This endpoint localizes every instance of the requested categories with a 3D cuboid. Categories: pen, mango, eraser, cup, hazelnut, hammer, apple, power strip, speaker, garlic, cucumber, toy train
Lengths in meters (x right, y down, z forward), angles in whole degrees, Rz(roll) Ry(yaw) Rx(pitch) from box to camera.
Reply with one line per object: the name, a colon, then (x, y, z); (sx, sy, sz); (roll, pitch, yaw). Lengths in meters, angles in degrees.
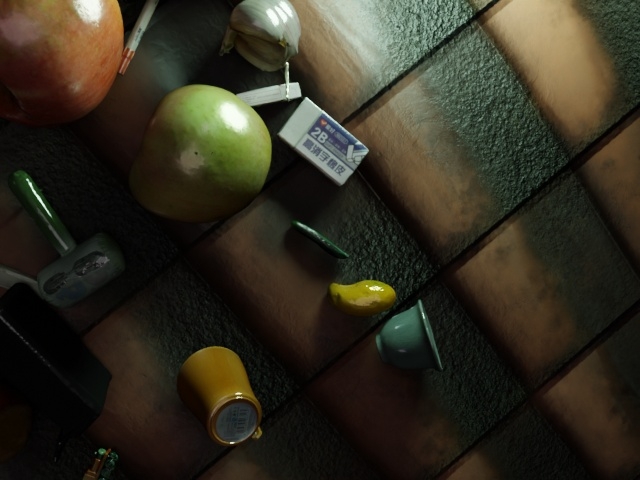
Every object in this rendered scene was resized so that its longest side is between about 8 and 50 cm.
pen: (-0.431, -0.506, 1.299); (0.028, 0.028, 0.239); (26, 92, -13)
mango: (0.113, 0.157, 1.478); (0.190, 0.075, 0.098); (1, 80, -5)
eraser: (0.006, -0.251, 1.401); (0.210, 0.068, 0.124); (38, 92, -13)
cup: (-0.234, 0.402, 1.362); (0.182, 0.264, 0.226); (-44, 115, -10)
hazelnut: (-0.800, 0.447, 1.301); (0.210, 0.210, 0.186); (-43, 127, -2)
hammer: (-0.629, -0.018, 1.298); (0.206, 0.119, 0.335); (-33, 96, -5)
apple: (-0.584, -0.426, 1.118); (0.364, 0.364, 0.364); (-2, 99, -11)
power strip: (-0.745, 0.097, 1.324); (0.191, 0.030, 0.047); (24, 95, -13)
apple: (-0.263, -0.187, 1.239); (0.277, 0.319, 0.319); (21, 94, -19)
speaker: (-0.664, 0.312, 1.285); (0.184, 0.180, 0.388); (-34, 110, -2)
cup: (0.231, 0.275, 1.481); (0.150, 0.199, 0.199); (-17, 102, 11)
garlic: (-0.149, -0.450, 1.291); (0.207, 0.207, 0.257); (-4, 95, -10)
cucumber: (0.000, 0.000, 1.453); (0.184, 0.036, 0.033); (36, 83, -13)
toy train: (-0.574, 0.593, 1.427); (0.064, 0.044, 0.103); (24, 93, -3)

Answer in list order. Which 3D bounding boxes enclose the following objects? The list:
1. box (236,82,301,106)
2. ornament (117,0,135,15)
box: (-0.131, -0.357, 1.350); (0.154, 0.084, 0.040); (-12, 100, -8)
ornament: (-0.421, -0.652, 1.190); (0.260, 0.106, 0.251); (-32, 105, 24)
